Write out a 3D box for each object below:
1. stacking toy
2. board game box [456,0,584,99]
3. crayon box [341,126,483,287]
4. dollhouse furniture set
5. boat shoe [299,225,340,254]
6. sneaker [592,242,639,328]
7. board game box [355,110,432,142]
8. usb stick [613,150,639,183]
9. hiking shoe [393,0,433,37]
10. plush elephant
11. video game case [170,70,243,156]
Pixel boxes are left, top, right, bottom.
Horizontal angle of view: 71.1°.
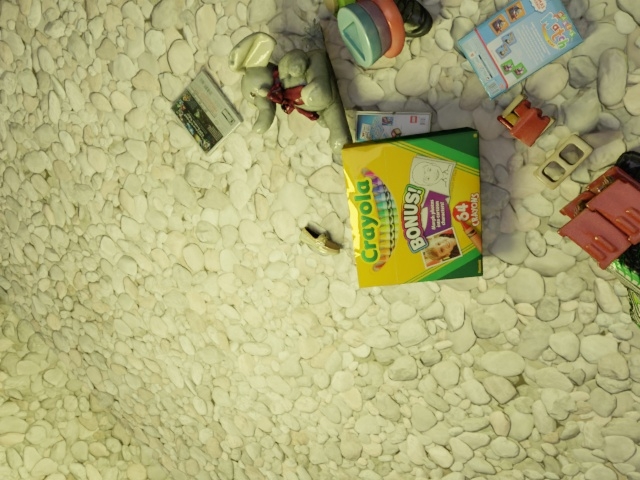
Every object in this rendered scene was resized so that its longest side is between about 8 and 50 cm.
[{"bbox_3d":[0.038,-0.511,1.000,0.130,0.279,0.309,-33,97,-4],"label":"stacking toy"},{"bbox_3d":[0.442,-0.445,1.004,0.211,0.039,0.160,-30,95,29],"label":"board game box"},{"bbox_3d":[0.229,-0.075,1.117,0.313,0.106,0.363,-7,109,6],"label":"crayon box"},{"bbox_3d":[0.515,-0.142,0.964,0.374,0.201,0.152,45,122,12],"label":"dollhouse furniture set"},{"bbox_3d":[0.000,0.000,1.335,0.135,0.050,0.045,24,121,13],"label":"boat shoe"},{"bbox_3d":[0.754,0.137,1.030,0.343,0.134,0.146,48,139,12],"label":"sneaker"},{"bbox_3d":[0.187,-0.186,1.191,0.192,0.053,0.305,7,111,19],"label":"board game box"},{"bbox_3d":[0.788,-0.117,0.975,0.278,0.045,0.077,24,123,13],"label":"usb stick"},{"bbox_3d":[0.155,-0.546,1.043,0.227,0.114,0.086,34,118,8],"label":"hiking shoe"},{"bbox_3d":[-0.091,-0.378,1.128,0.255,0.272,0.330,-15,73,13],"label":"plush elephant"},{"bbox_3d":[-0.348,-0.381,1.361,0.173,0.022,0.190,-36,93,28],"label":"video game case"}]
